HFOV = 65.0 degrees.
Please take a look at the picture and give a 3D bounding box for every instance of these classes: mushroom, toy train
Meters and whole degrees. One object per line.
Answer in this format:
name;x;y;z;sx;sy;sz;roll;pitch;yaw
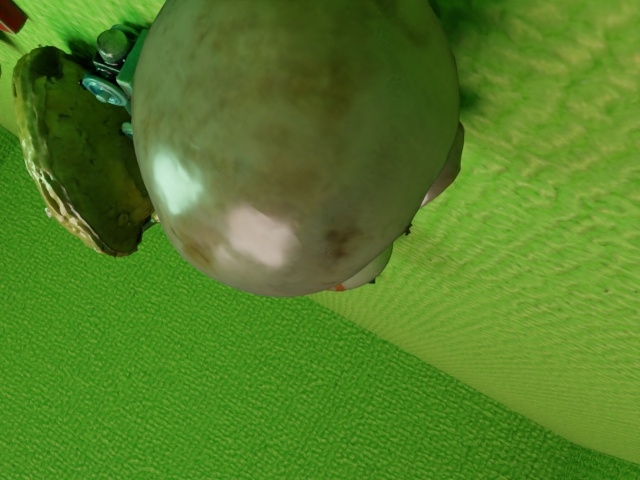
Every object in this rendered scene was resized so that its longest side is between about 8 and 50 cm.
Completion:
mushroom;-0.009;-0.096;0.455;0.298;0.297;0.290;20;-171;39
toy train;-0.254;-0.225;0.834;0.194;0.119;0.298;21;168;4

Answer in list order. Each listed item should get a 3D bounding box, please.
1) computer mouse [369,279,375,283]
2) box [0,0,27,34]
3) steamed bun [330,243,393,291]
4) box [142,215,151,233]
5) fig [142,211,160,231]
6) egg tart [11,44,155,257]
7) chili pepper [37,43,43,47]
computer mouse;0.084;0.085;1.428;0.113;0.068;0.229;24;167;33
box;-0.657;-0.461;0.943;0.175;0.048;0.112;25;167;20
steamed bun;0.000;0.000;1.000;0.283;0.177;0.283;29;168;7
box;-0.762;-0.196;1.833;0.205;0.251;0.345;24;169;23
fig;-0.589;-0.122;1.864;0.160;0.231;0.143;-167;60;-71
egg tart;-0.433;-0.179;1.033;0.443;0.178;0.442;164;90;-89
chili pepper;-0.560;-0.360;1.120;0.050;0.059;0.191;18;163;17
